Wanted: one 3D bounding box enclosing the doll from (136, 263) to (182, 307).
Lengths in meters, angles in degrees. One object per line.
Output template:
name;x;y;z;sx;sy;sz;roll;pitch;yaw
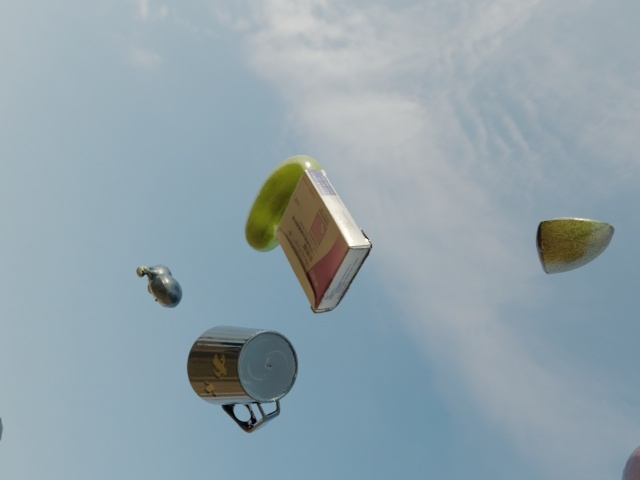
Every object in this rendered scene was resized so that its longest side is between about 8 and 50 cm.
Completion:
doll;-0.262;0.072;1.024;0.083;0.050;0.076;45;-15;38

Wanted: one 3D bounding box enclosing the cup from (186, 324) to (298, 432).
cup;-0.115;0.218;0.991;0.155;0.131;0.177;-17;-88;54

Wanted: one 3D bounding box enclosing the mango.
mango;-0.095;-0.094;1.609;0.175;0.143;0.293;8;-121;50

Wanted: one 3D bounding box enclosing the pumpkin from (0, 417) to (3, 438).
pumpkin;-0.485;0.296;0.627;0.148;0.312;0.169;57;-50;36

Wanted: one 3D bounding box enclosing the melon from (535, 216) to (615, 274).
melon;0.426;0.011;1.045;0.128;0.160;0.079;-11;-106;28

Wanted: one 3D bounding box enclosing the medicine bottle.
medicine bottle;0.000;0.000;1.121;0.201;0.052;0.171;61;-42;34

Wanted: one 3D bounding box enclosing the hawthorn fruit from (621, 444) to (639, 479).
hawthorn fruit;0.609;0.442;0.980;0.275;0.275;0.300;25;-65;41
